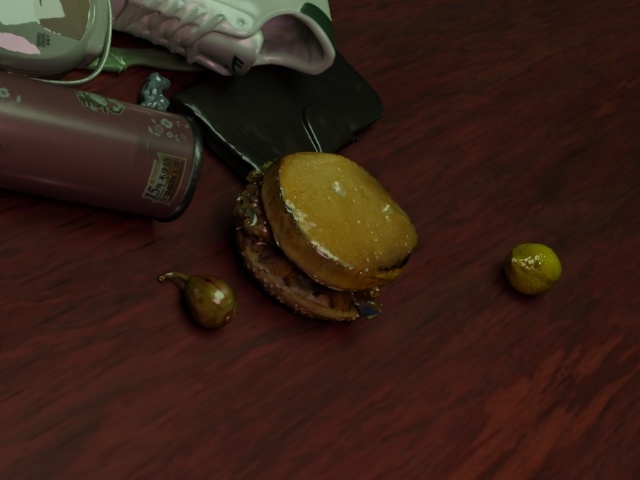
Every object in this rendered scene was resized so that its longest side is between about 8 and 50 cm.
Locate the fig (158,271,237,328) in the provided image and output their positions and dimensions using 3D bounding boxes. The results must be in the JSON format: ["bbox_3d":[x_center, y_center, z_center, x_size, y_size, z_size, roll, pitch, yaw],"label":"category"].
[{"bbox_3d":[-0.119,0.052,1.406,0.083,0.050,0.050,31,32,19],"label":"fig"}]

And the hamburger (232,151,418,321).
[{"bbox_3d":[-0.007,-0.005,1.501,0.191,0.118,0.182,17,39,-35],"label":"hamburger"}]

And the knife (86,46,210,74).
[{"bbox_3d":[-0.221,-0.199,1.591,0.293,0.020,0.043,0,49,-42],"label":"knife"}]

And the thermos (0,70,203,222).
[{"bbox_3d":[-0.281,-0.109,1.362,0.330,0.109,0.136,11,48,-34],"label":"thermos"}]

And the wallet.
[{"bbox_3d":[-0.040,-0.159,1.698,0.165,0.042,0.309,43,36,6],"label":"wallet"}]

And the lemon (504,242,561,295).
[{"bbox_3d":[0.254,0.033,1.744,0.092,0.065,0.065,10,45,-48],"label":"lemon"}]

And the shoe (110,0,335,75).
[{"bbox_3d":[-0.143,-0.246,1.600,0.363,0.132,0.160,-3,57,-32],"label":"shoe"}]

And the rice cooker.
[{"bbox_3d":[-0.310,-0.222,1.429,0.206,0.127,0.145,14,70,-32],"label":"rice cooker"}]

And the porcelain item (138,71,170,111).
[{"bbox_3d":[-0.180,-0.147,1.568,0.036,0.028,0.083,14,42,-8],"label":"porcelain item"}]
